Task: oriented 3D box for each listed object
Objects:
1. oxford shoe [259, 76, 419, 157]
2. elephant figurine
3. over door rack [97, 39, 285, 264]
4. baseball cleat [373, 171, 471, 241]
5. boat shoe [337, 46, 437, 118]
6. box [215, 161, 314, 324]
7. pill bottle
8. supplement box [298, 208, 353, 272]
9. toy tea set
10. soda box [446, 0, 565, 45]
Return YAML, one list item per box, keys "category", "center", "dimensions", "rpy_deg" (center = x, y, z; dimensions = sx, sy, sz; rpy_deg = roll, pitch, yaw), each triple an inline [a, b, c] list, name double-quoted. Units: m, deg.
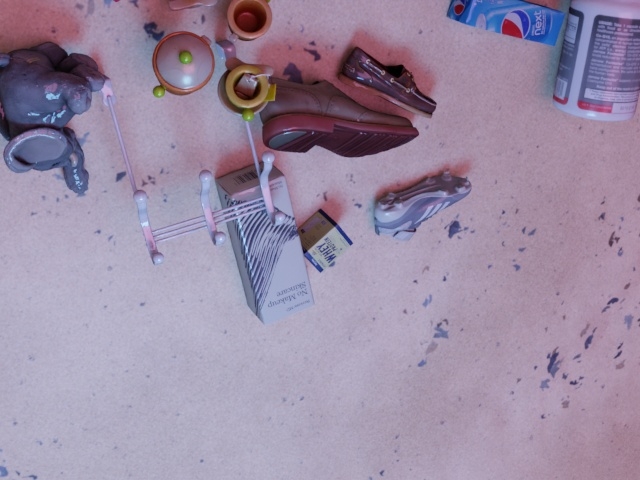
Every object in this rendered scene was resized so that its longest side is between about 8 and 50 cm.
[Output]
- category: "oxford shoe"
  center: [0.039, -0.226, 1.922]
  dimensions: [0.348, 0.123, 0.130]
  rpy_deg: [2, 69, -45]
- category: "elephant figurine"
  center: [-0.438, -0.175, 1.700]
  dimensions: [0.186, 0.169, 0.239]
  rpy_deg: [25, 118, -4]
- category: "over door rack"
  center: [-0.209, -0.146, 1.779]
  dimensions: [0.239, 0.108, 0.324]
  rpy_deg: [-18, 97, -16]
- category: "baseball cleat"
  center: [0.195, -0.062, 2.112]
  dimensions: [0.205, 0.072, 0.109]
  rpy_deg: [-14, 132, -15]
- category: "boat shoe"
  center: [0.132, -0.283, 1.967]
  dimensions: [0.207, 0.073, 0.073]
  rpy_deg: [19, 105, -32]
- category: "box"
  center: [-0.098, 0.005, 1.971]
  dimensions: [0.113, 0.094, 0.275]
  rpy_deg: [-23, 120, -15]
- category: "pill bottle"
  center: [0.544, -0.382, 2.073]
  dimensions: [0.161, 0.161, 0.283]
  rpy_deg: [-4, 114, -25]
- category: "supplement box"
  center: [0.000, 0.000, 2.023]
  dimensions: [0.083, 0.083, 0.056]
  rpy_deg: [-42, 122, -2]
- category: "toy tea set"
  center: [-0.158, -0.361, 1.708]
  dimensions: [0.200, 0.124, 0.336]
  rpy_deg: [4, 86, -11]
- category: "soda box"
  center: [0.342, -0.415, 2.012]
  dimensions: [0.210, 0.071, 0.067]
  rpy_deg: [6, 109, -28]
